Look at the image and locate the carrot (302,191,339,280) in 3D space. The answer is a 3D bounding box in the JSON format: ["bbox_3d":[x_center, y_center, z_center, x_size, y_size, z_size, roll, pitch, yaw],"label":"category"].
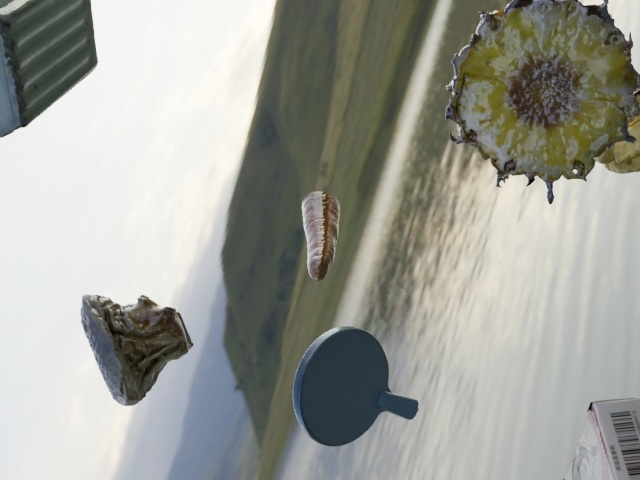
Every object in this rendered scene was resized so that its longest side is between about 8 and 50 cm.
[{"bbox_3d":[0.000,0.000,1.470,0.210,0.061,0.061,-89,13,-58],"label":"carrot"}]

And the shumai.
[{"bbox_3d":[-0.215,0.122,1.167,0.145,0.116,0.145,57,161,32],"label":"shumai"}]

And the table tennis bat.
[{"bbox_3d":[0.068,0.273,1.756,0.329,0.044,0.215,26,-101,-45],"label":"table tennis bat"}]

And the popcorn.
[{"bbox_3d":[0.474,-0.167,1.455,0.167,0.152,0.148,-28,13,15],"label":"popcorn"}]

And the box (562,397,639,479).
[{"bbox_3d":[0.344,0.376,1.046,0.214,0.069,0.353,87,179,-50],"label":"box"}]

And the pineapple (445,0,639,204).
[{"bbox_3d":[0.227,-0.149,0.990,0.047,0.221,0.221,-58,-15,-70],"label":"pineapple"}]

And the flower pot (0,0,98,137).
[{"bbox_3d":[-0.378,-0.225,1.050,0.209,0.239,0.190,-50,7,34],"label":"flower pot"}]
